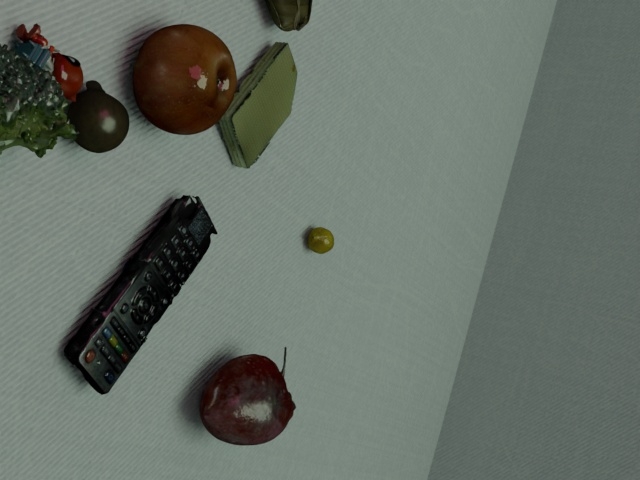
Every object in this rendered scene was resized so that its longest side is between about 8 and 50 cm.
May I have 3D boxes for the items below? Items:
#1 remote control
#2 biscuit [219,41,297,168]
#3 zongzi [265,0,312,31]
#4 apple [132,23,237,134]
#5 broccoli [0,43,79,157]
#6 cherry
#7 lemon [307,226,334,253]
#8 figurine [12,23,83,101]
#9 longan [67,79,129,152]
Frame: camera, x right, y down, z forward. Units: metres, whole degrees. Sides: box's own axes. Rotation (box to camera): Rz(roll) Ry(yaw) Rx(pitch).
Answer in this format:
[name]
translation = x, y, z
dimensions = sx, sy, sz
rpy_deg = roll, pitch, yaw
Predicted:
[remote control]
translation = -0.328, 0.087, 1.731
dimensions = 0.398, 0.062, 0.144
rpy_deg = -57, 144, -30
[biscuit]
translation = -0.125, -0.286, 1.968
dimensions = 0.252, 0.052, 0.150
rpy_deg = -58, 148, -30
[zongzi]
translation = -0.101, -0.514, 1.908
dimensions = 0.197, 0.099, 0.194
rpy_deg = -15, 128, -30
[apple]
translation = -0.234, -0.282, 1.663
dimensions = 0.201, 0.162, 0.201
rpy_deg = -24, 119, -54
[broccoli]
translation = -0.520, -0.098, 1.226
dimensions = 0.353, 0.275, 0.397
rpy_deg = 38, 87, -40
[cherry]
translation = -0.164, 0.343, 1.997
dimensions = 0.250, 0.175, 0.192
rpy_deg = -13, 102, -57
[lemon]
translation = 0.000, 0.000, 2.276
dimensions = 0.092, 0.065, 0.065
rpy_deg = 32, 72, -62
[figurine]
translation = -0.415, -0.265, 1.446
dimensions = 0.140, 0.068, 0.075
rpy_deg = 45, 58, -54
[longan]
translation = -0.363, -0.202, 1.537
dimensions = 0.106, 0.106, 0.119
rpy_deg = 12, 68, -61
